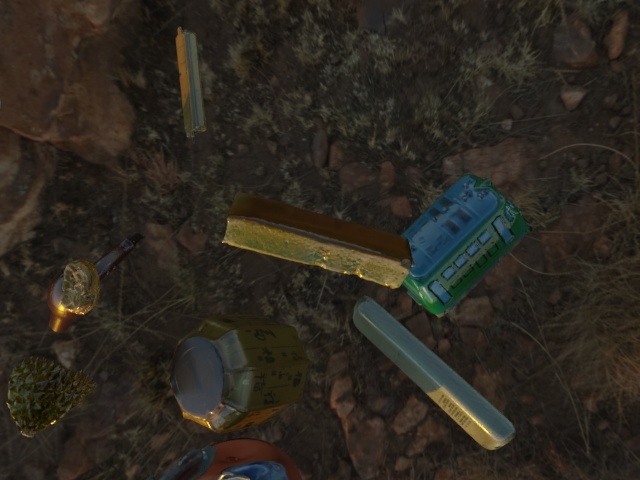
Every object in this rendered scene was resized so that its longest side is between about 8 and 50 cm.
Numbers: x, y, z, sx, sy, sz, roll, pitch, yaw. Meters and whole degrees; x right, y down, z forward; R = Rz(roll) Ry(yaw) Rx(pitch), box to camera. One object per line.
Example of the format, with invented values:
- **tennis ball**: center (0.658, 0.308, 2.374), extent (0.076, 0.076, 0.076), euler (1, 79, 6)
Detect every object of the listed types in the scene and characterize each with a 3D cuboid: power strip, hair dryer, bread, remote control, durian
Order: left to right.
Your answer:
- **durian**: center (-0.639, 0.346, 1.328), extent (0.154, 0.260, 0.186), euler (-40, 109, -8)
- **bread**: center (-0.481, 0.094, 1.138), extent (0.083, 0.044, 0.111), euler (8, 94, 25)
- **hair dryer**: center (-0.641, 0.102, 1.642), extent (0.123, 0.340, 0.312), euler (42, 140, -3)
- **power strip**: center (-0.348, -0.416, 1.523), extent (0.064, 0.044, 0.305), euler (2, 98, 52)
- **bread**: center (0.000, 0.000, 1.088), extent (0.361, 0.138, 0.077), euler (15, 111, -8)
- **remote control**: center (0.165, 0.204, 0.886), extent (0.038, 0.090, 0.309), euler (-39, 65, -23)

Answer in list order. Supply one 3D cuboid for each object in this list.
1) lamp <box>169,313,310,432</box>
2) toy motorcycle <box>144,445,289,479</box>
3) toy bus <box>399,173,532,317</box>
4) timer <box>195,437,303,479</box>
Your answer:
- **lamp**: center (-0.112, 0.185, 0.812), extent (0.161, 0.185, 0.161), euler (-3, 85, 34)
- **toy motorcycle**: center (-0.089, 0.336, 0.624), extent (0.182, 0.319, 0.241), euler (-41, 84, 24)
- **toy bus**: center (0.328, 0.001, 1.391), extent (0.343, 0.199, 0.183), euler (-45, 46, 2)
- **timer**: center (-0.133, 0.453, 0.934), extent (0.229, 0.229, 0.215), euler (-4, 94, 9)
